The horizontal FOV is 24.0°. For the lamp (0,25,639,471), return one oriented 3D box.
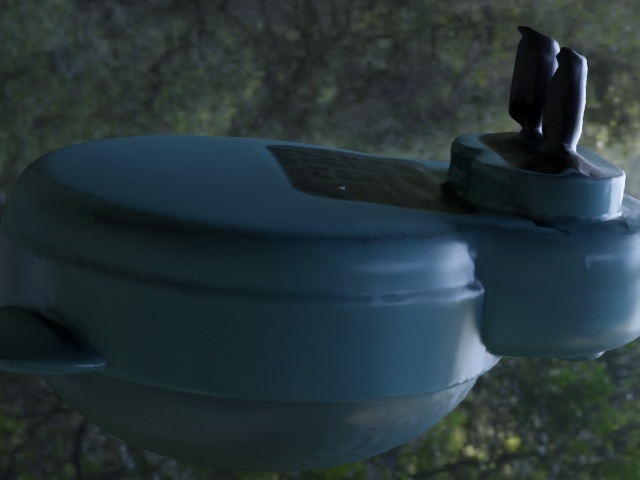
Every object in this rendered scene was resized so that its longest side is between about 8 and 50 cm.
[{"bbox_3d":[0.001,0.012,0.621,0.209,0.284,0.147,-118,-167,-71],"label":"lamp"}]
